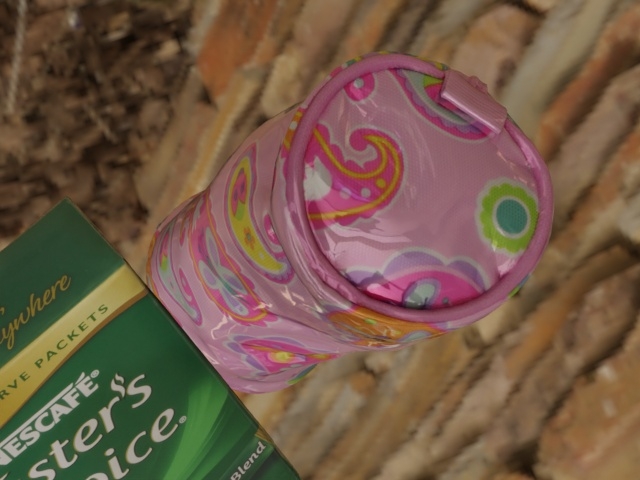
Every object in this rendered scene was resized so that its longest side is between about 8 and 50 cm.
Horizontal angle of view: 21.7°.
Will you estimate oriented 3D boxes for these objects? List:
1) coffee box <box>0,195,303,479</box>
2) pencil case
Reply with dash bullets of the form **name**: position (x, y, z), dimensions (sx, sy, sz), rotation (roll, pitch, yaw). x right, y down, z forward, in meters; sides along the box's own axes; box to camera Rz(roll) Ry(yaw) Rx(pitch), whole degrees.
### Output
- **coffee box**: position (-0.080, 0.077, 0.563), dimensions (0.113, 0.040, 0.184), rotation (-39, 143, -8)
- **pencil case**: position (0.000, 0.000, 0.774), dimensions (0.124, 0.124, 0.284), rotation (-11, 174, -18)
